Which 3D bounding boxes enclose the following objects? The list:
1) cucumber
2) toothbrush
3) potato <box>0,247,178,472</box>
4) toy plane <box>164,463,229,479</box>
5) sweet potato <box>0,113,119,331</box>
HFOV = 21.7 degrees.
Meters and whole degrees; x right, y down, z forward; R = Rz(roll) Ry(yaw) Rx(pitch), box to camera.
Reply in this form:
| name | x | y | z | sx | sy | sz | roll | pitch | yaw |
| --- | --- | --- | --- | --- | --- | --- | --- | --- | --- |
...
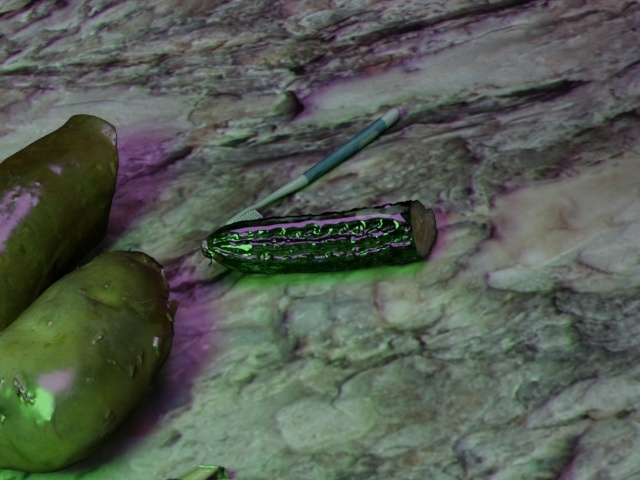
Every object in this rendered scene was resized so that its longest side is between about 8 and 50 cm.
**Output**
| name | x | y | z | sx | sy | sz | roll | pitch | yaw |
| --- | --- | --- | --- | --- | --- | --- | --- | --- | --- |
| cucumber | 0.000 | 0.002 | 1.876 | 0.265 | 0.077 | 0.077 | -7 | 46 | 3 |
| toothbrush | -0.002 | -0.083 | 1.992 | 0.275 | 0.019 | 0.025 | -36 | 58 | -25 |
| potato | -0.255 | 0.124 | 1.744 | 0.191 | 0.141 | 0.296 | 6 | 46 | 35 |
| toy plane | -0.177 | 0.290 | 1.611 | 0.256 | 0.104 | 0.242 | 9 | 33 | 7 |
| sweet potato | -0.351 | 0.015 | 1.851 | 0.157 | 0.158 | 0.370 | 21 | 54 | 24 |
